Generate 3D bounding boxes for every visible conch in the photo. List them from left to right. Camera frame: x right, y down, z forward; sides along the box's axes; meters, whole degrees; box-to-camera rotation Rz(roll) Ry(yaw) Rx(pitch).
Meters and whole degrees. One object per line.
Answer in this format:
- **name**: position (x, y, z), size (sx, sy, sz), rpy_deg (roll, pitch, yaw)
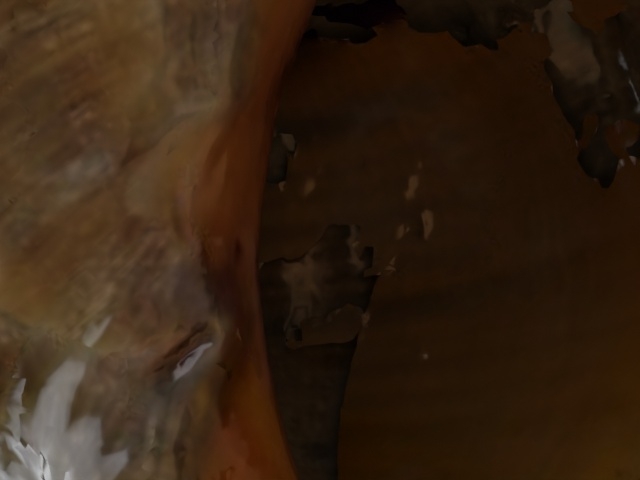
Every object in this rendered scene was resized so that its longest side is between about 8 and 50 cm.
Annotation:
- **conch**: position (0.000, -0.004, 0.594), size (0.297, 0.210, 0.352), rpy_deg (-18, -80, 5)
